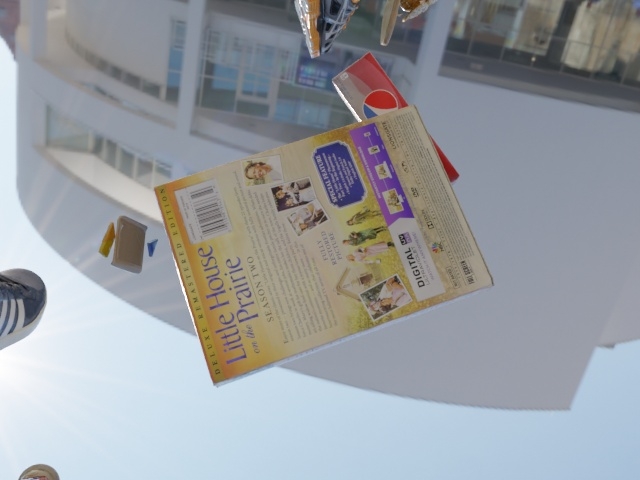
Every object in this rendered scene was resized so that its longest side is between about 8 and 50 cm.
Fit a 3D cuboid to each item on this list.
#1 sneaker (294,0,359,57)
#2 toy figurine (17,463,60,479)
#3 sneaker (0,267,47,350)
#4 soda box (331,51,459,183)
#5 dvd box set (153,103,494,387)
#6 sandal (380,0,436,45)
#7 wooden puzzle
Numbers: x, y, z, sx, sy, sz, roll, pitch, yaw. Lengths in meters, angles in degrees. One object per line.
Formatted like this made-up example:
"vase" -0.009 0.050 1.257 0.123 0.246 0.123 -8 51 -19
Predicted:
"sneaker" 0.012 -0.316 0.911 0.083 0.084 0.215 -19 175 -3
"toy figurine" -0.384 0.442 0.921 0.209 0.213 0.148 34 168 -6
"sneaker" -0.519 0.088 1.028 0.131 0.148 0.350 17 -161 -3
"soda box" 0.130 -0.188 1.153 0.263 0.083 0.092 55 -174 6
"dvd box set" 0.000 0.000 0.982 0.420 0.062 0.308 -19 -107 -7
"sandal" 0.132 -0.345 0.862 0.079 0.088 0.240 12 -119 -6
"wooden puzzle" -0.273 0.006 0.951 0.014 0.079 0.116 2 159 21
